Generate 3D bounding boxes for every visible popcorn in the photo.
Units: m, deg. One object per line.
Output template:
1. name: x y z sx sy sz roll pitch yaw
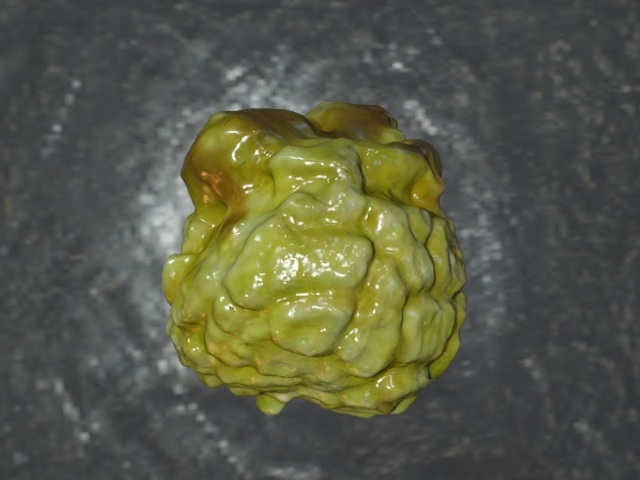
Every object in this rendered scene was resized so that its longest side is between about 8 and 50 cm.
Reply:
1. popcorn: 0.000 0.000 1.386 0.206 0.237 0.251 -5 61 24
